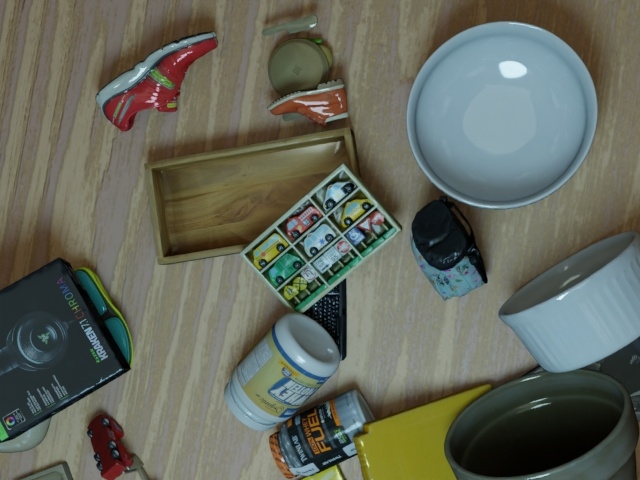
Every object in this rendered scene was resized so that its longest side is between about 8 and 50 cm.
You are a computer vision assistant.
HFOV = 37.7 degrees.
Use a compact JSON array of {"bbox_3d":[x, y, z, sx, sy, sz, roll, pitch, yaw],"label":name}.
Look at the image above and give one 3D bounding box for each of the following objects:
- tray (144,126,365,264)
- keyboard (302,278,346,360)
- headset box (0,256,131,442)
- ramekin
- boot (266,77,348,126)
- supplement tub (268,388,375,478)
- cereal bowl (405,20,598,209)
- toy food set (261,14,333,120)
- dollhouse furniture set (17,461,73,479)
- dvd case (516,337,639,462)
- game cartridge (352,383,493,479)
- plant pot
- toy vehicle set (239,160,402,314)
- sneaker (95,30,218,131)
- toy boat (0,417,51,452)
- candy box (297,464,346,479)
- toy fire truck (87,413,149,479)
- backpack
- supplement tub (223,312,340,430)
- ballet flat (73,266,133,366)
[{"bbox_3d":[-0.125,-0.082,1.829,0.411,0.076,0.202,-9,87,10],"label":"tray"},{"bbox_3d":[0.000,0.138,1.818,0.100,0.038,0.191,-2,87,10],"label":"keyboard"},{"bbox_3d":[-0.542,0.209,1.748,0.283,0.131,0.246,-30,86,-8],"label":"headset box"},{"bbox_3d":[0.462,0.111,1.628,0.277,0.277,0.135,-33,90,7],"label":"ramekin"},{"bbox_3d":[-0.023,-0.253,1.807,0.158,0.059,0.084,-13,103,12],"label":"boot"},{"bbox_3d":[0.006,0.369,1.769,0.190,0.117,0.117,-28,84,7],"label":"supplement tub"},{"bbox_3d":[0.329,-0.220,1.723,0.339,0.141,0.338,0,88,10],"label":"cereal bowl"},{"bbox_3d":[-0.038,-0.336,1.845,0.133,0.038,0.191,-10,97,14],"label":"toy food set"},{"bbox_3d":[-0.539,0.533,1.850,0.144,0.123,0.151,-22,85,8],"label":"dollhouse furniture set"},{"bbox_3d":[0.507,0.274,1.733,0.239,0.029,0.179,-33,83,8],"label":"dvd case"},{"bbox_3d":[0.229,0.454,1.707,0.286,0.053,0.323,-14,84,-19],"label":"game cartridge"},{"bbox_3d":[0.408,0.419,1.605,0.323,0.323,0.280,-21,106,8],"label":"plant pot"},{"bbox_3d":[0.000,0.000,1.751,0.267,0.035,0.166,-41,98,15],"label":"toy vehicle set"},{"bbox_3d":[-0.309,-0.316,1.870,0.279,0.107,0.118,-32,102,10],"label":"sneaker"},{"bbox_3d":[-0.686,0.282,1.888,0.319,0.148,0.267,6,94,2],"label":"toy boat"},{"bbox_3d":[-0.037,0.519,1.816,0.206,0.027,0.105,-28,81,7],"label":"candy box"},{"bbox_3d":[-0.381,0.438,1.840,0.047,0.135,0.192,-41,43,6],"label":"toy fire truck"},{"bbox_3d":[0.234,0.027,1.716,0.115,0.182,0.151,-24,53,10],"label":"backpack"},{"bbox_3d":[-0.074,0.248,1.756,0.144,0.144,0.199,45,113,8],"label":"supplement tub"},{"bbox_3d":[-0.428,0.156,1.868,0.077,0.077,0.230,-28,86,3],"label":"ballet flat"}]
